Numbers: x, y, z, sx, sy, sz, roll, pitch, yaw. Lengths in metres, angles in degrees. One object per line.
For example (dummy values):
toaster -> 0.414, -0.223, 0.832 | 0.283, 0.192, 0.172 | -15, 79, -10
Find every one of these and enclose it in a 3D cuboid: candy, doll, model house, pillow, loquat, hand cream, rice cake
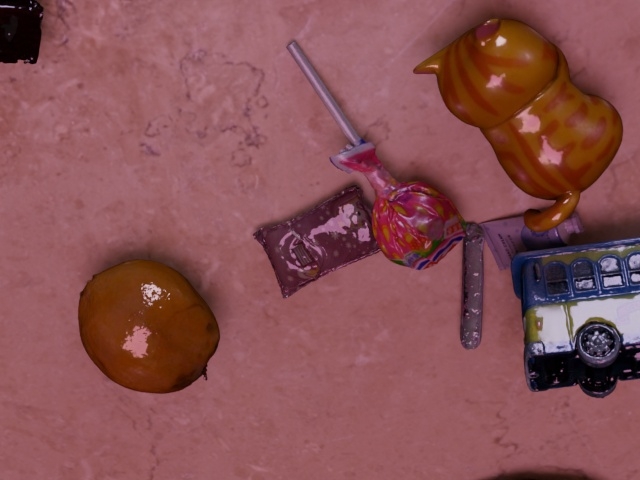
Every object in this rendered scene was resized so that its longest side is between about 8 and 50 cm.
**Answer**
candy -> 0.064, -0.118, 1.564 | 0.124, 0.124, 0.365 | -30, 105, 20
doll -> 0.264, -0.169, 1.473 | 0.166, 0.162, 0.269 | -33, 102, 37
model house -> -0.441, -0.319, 1.456 | 0.164, 0.141, 0.203 | 12, 118, 10
pillow -> 0.000, 0.000, 1.658 | 0.185, 0.043, 0.118 | -25, 109, 14
loquat -> -0.251, 0.131, 1.687 | 0.234, 0.176, 0.187 | 43, 131, -15
hand cream -> 0.304, -0.006, 1.627 | 0.142, 0.053, 0.084 | -18, 114, 26
rice cake -> 0.224, 0.070, 1.683 | 0.033, 0.033, 0.207 | 0, 120, 5

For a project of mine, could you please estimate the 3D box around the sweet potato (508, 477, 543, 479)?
sweet potato -> 0.368, 0.441, 1.857 | 0.286, 0.085, 0.112 | 2, 125, 4

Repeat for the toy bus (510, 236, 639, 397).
toy bus -> 0.431, 0.101, 1.580 | 0.312, 0.190, 0.152 | -8, 151, 9
